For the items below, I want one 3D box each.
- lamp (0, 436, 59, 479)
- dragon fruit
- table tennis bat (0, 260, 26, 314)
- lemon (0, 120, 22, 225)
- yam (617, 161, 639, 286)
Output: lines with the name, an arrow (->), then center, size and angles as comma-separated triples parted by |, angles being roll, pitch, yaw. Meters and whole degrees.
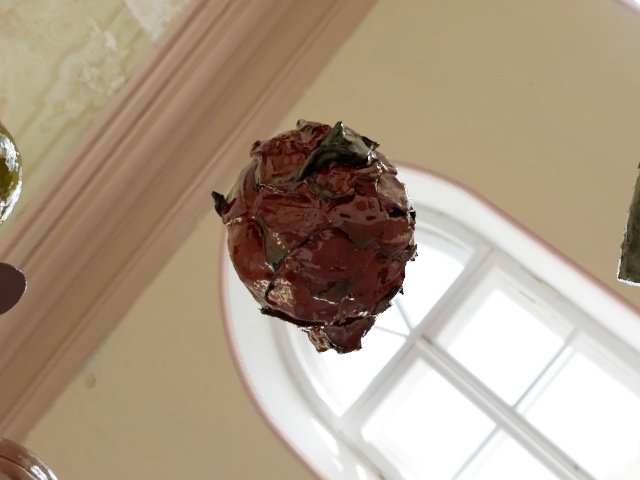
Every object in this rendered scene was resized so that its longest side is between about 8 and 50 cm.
lamp -> -0.355, 0.247, 0.642 | 0.305, 0.306, 0.239 | -13, -83, -48
dragon fruit -> 0.000, 0.000, 0.989 | 0.244, 0.244, 0.298 | -18, -76, -45
table tennis bat -> -0.479, 0.060, 1.130 | 0.087, 0.013, 0.156 | -52, -31, -3
lemon -> -0.414, -0.084, 0.817 | 0.184, 0.248, 0.184 | -44, -11, -11
yam -> 0.344, -0.024, 0.763 | 0.107, 0.107, 0.183 | -11, -69, -50
